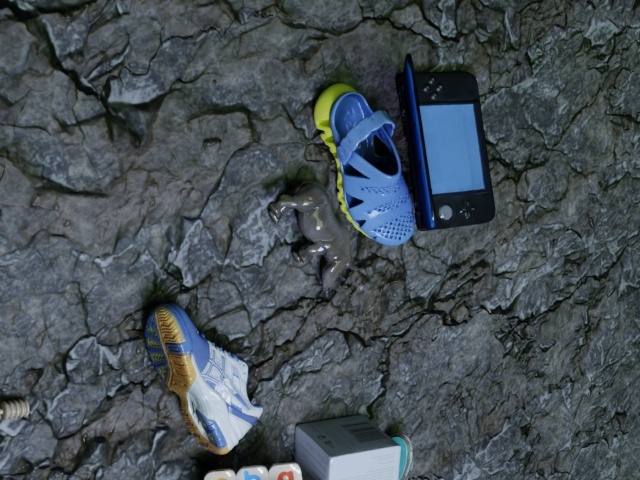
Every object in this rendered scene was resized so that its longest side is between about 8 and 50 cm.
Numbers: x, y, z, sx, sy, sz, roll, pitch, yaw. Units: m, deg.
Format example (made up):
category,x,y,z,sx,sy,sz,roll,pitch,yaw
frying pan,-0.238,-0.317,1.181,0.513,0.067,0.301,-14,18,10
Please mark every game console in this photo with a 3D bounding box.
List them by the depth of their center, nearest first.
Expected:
category,x,y,z,sx,sy,sz,roll,pitch,yaw
game console,0.233,-0.170,1.460,0.250,0.173,0.292,-7,89,-27

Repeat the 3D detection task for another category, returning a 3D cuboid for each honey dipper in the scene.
category,x,y,z,sx,sy,sz,roll,pitch,yaw
honey dipper,-0.528,0.266,1.264,0.161,0.030,0.030,0,103,-42

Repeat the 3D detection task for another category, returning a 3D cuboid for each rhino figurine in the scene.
category,x,y,z,sx,sy,sz,roll,pitch,yaw
rhino figurine,0.000,0.000,1.477,0.106,0.073,0.243,-36,118,-13

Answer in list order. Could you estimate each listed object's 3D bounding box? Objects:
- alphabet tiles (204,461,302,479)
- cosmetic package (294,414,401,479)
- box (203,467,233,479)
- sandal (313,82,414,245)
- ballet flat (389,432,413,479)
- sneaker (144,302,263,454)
category,x,y,z,sx,sy,sz,roll,pitch,yaw
alphabet tiles,-0.106,0.522,1.474,0.284,0.021,0.277,-6,106,2
cosmetic package,0.046,0.451,1.569,0.152,0.151,0.183,-3,103,-26
box,-0.178,0.510,1.521,0.059,0.054,0.168,-7,105,-27
sandal,0.094,-0.121,1.461,0.126,0.138,0.317,-36,118,-18
ballet flat,0.149,0.488,1.688,0.079,0.077,0.221,3,107,-48
sneaker,-0.197,0.218,1.424,0.131,0.112,0.296,-37,120,-35
